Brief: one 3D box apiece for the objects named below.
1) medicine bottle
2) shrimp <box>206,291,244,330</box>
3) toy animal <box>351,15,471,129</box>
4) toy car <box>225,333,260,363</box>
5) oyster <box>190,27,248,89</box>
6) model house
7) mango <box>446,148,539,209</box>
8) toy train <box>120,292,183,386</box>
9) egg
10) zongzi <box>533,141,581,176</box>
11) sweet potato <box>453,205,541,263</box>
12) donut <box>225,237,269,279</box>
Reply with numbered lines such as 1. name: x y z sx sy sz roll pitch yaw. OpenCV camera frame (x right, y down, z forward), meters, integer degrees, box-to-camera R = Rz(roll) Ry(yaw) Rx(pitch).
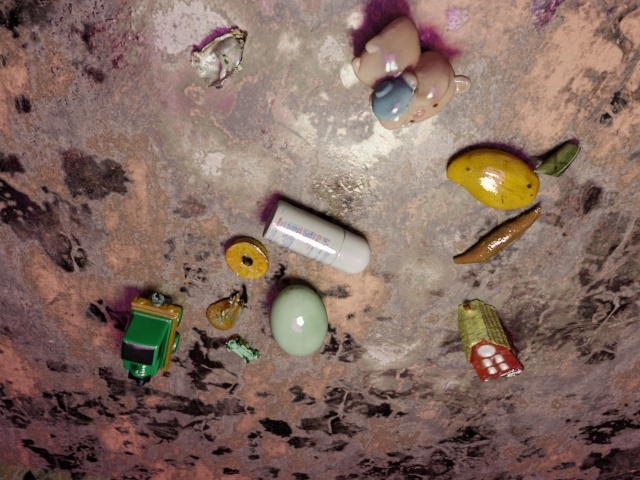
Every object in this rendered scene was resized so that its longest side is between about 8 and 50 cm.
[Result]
1. medicine bottle: 0.000 0.000 1.356 0.341 0.130 0.130 24 124 -13
2. shrimp: -0.353 0.263 1.618 0.115 0.051 0.217 28 125 -15
3. toy animal: 0.191 -0.389 1.037 0.210 0.230 0.221 -27 81 52
4. toy car: -0.306 0.432 1.738 0.073 0.054 0.143 -29 124 23
5. oyster: -0.240 -0.448 1.085 0.166 0.053 0.108 -23 96 28
6. model house: 0.576 0.345 1.546 0.160 0.196 0.254 -29 119 24
7. mango: 0.487 -0.169 1.222 0.262 0.108 0.157 16 127 -8
8. toy train: -0.620 0.370 1.584 0.178 0.249 0.429 16 125 -9
9. egg: -0.075 0.279 1.521 0.203 0.203 0.282 -6 121 7
10. zongzi: 0.642 -0.225 1.190 0.113 0.052 0.104 3 125 -33
11. sweet potato: 0.556 -0.001 1.367 0.066 0.072 0.314 43 121 -9
12. donut: -0.241 0.056 1.454 0.152 0.058 0.151 1 125 2
